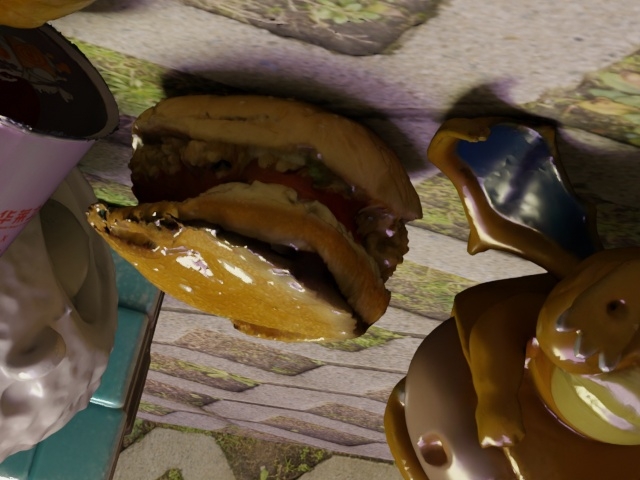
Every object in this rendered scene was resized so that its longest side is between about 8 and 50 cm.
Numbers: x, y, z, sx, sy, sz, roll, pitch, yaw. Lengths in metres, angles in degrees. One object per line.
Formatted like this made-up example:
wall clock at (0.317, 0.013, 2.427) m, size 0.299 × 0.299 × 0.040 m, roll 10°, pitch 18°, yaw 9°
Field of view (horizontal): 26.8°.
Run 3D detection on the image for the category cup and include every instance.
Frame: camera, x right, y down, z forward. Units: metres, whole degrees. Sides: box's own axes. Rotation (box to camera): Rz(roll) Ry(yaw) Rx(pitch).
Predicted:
cup at (-0.295, -0.024, 0.915) m, size 0.203 × 0.288 × 0.203 m, roll 31°, pitch -159°, yaw -14°

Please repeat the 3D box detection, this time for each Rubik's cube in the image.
Rubik's cube at (-0.356, 0.121, 1.522) m, size 0.322 × 0.316 × 0.319 m, roll 16°, pitch 164°, yaw -5°

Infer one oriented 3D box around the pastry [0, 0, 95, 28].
pastry at (-0.207, -0.188, 0.673) m, size 0.257 × 0.120 × 0.236 m, roll 4°, pitch 162°, yaw 32°

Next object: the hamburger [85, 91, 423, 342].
hamburger at (-0.045, -0.023, 1.048) m, size 0.244 × 0.163 × 0.244 m, roll 20°, pitch 164°, yaw 6°

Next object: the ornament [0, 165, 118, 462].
ornament at (-0.349, 0.043, 1.190) m, size 0.337 × 0.337 × 0.337 m, roll 13°, pitch 164°, yaw 4°

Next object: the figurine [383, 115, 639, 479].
figurine at (0.240, 0.096, 1.022) m, size 0.401 × 0.268 × 0.387 m, roll 11°, pitch 162°, yaw -8°
